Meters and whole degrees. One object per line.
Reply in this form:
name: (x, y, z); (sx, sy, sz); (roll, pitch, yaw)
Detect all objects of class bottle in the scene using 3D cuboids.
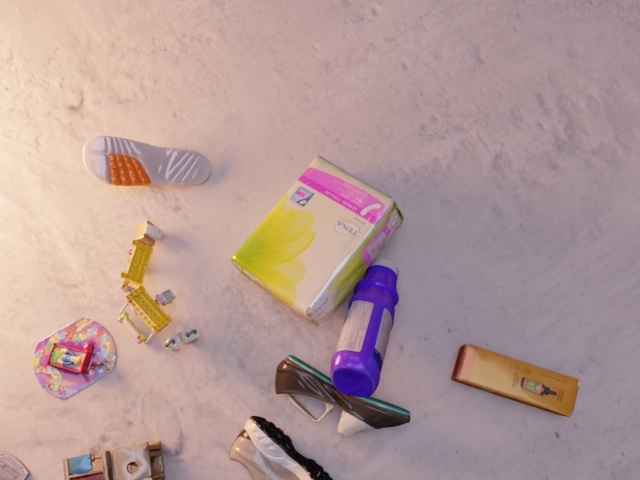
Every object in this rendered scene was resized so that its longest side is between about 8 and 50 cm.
bottle: (0.094, 0.160, 1.441); (0.092, 0.118, 0.282); (9, 50, 13)

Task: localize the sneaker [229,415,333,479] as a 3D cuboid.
sneaker: (-0.060, 0.460, 1.417); (0.271, 0.100, 0.108); (41, 93, 13)

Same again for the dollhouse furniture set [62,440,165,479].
dollhouse furniture set: (-0.395, 0.460, 1.390); (0.184, 0.129, 0.128); (-10, 76, -4)

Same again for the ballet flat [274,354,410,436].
ballet flat: (0.035, 0.322, 1.452); (0.281, 0.095, 0.096); (23, 86, 16)

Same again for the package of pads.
package of pads: (0.000, 0.000, 1.492); (0.229, 0.101, 0.296); (33, 78, 29)

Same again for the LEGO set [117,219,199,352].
LEGO set: (-0.363, 0.105, 1.517); (0.132, 0.107, 0.286); (-10, 67, -38)

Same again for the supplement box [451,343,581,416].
supplement box: (0.384, 0.277, 1.465); (0.234, 0.080, 0.078); (18, 77, 6)

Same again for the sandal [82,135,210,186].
sandal: (-0.373, -0.159, 1.585); (0.266, 0.076, 0.101); (6, 90, -19)

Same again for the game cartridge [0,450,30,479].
game cartridge: (-0.616, 0.452, 1.452); (0.083, 0.017, 0.056); (31, 81, 8)

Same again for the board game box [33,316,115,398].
board game box: (-0.504, 0.235, 1.498); (0.169, 0.033, 0.133); (-30, 78, -8)
